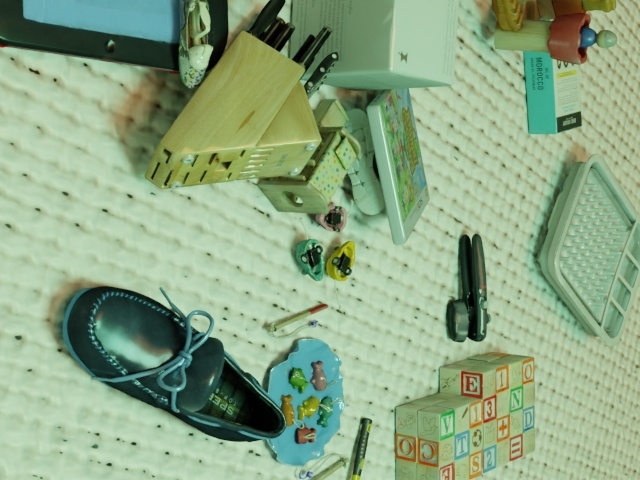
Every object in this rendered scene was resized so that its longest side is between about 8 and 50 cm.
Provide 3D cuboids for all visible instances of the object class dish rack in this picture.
[{"bbox_3d":[0.531,0.020,2.206,0.333,0.072,0.285,46,60,-42],"label":"dish rack"}]

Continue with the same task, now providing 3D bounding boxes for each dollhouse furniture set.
[{"bbox_3d":[-0.018,-0.156,1.518,0.161,0.101,0.181,54,54,-38],"label":"dollhouse furniture set"}]

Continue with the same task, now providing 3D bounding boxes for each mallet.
[{"bbox_3d":[0.058,0.366,1.705,0.062,0.039,0.189,41,59,-44],"label":"mallet"}]

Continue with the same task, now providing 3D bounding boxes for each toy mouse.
[{"bbox_3d":[0.000,0.000,1.606,0.143,0.031,0.161,34,67,-46],"label":"toy mouse"}]

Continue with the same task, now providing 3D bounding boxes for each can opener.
[{"bbox_3d":[0.258,0.081,1.896,0.073,0.059,0.186,4,90,-49],"label":"can opener"}]

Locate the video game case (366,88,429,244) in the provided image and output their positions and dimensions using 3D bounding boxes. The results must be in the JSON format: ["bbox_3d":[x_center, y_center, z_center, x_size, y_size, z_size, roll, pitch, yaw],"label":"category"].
[{"bbox_3d":[0.120,-0.126,1.690,0.193,0.023,0.212,-54,135,-63],"label":"video game case"}]

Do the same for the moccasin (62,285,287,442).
[{"bbox_3d":[-0.158,0.147,1.364,0.342,0.117,0.137,36,66,-45],"label":"moccasin"}]

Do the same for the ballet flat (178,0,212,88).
[{"bbox_3d":[-0.146,-0.236,1.321,0.041,0.041,0.114,-6,95,-50],"label":"ballet flat"}]

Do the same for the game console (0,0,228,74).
[{"bbox_3d":[-0.249,-0.370,1.262,0.387,0.060,0.341,0,93,-50],"label":"game console"}]

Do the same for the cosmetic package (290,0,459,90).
[{"bbox_3d":[0.075,-0.292,1.553,0.151,0.184,0.151,3,91,-50],"label":"cosmetic package"}]

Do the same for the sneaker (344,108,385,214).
[{"bbox_3d":[0.061,-0.117,1.665,0.065,0.061,0.157,-45,126,-77],"label":"sneaker"}]

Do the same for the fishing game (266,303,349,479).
[{"bbox_3d":[-0.015,0.231,1.602,0.189,0.041,0.264,-17,106,-51],"label":"fishing game"}]

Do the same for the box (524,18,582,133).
[{"bbox_3d":[0.424,-0.321,2.059,0.101,0.060,0.244,-18,106,-48],"label":"box"}]

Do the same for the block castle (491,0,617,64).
[{"bbox_3d":[0.422,-0.540,1.861,0.303,0.213,0.453,61,44,-54],"label":"block castle"}]

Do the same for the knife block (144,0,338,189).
[{"bbox_3d":[-0.104,-0.198,1.404,0.276,0.088,0.242,-9,67,-26],"label":"knife block"}]

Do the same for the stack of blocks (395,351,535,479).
[{"bbox_3d":[0.247,0.296,1.878,0.297,0.087,0.171,-8,99,-49],"label":"stack of blocks"}]
